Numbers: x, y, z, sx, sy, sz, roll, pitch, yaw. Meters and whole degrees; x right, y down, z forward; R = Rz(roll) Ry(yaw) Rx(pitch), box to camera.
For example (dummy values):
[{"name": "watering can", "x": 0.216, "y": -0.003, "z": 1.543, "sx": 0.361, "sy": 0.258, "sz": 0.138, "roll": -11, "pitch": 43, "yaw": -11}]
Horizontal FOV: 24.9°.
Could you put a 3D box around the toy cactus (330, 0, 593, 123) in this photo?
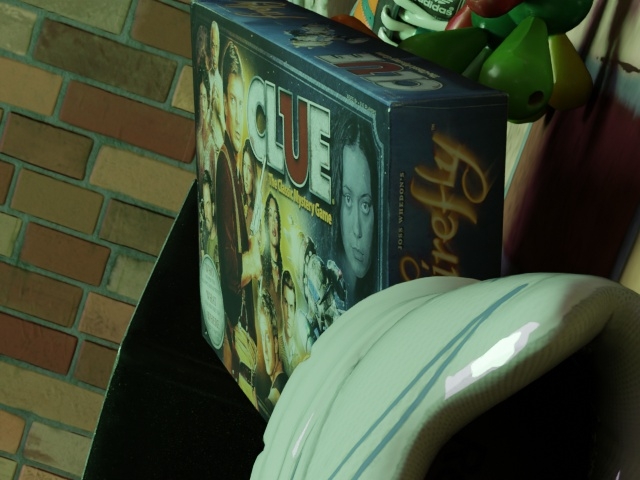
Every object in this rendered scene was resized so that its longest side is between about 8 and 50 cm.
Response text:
[{"name": "toy cactus", "x": 0.089, "y": -0.127, "z": 0.642, "sx": 0.180, "sy": 0.112, "sz": 0.219, "roll": -60, "pitch": -3, "yaw": 20}]

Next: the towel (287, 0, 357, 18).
[{"name": "towel", "x": 0.025, "y": -0.165, "z": 1.385, "sx": 0.317, "sy": 0.053, "sz": 0.331, "roll": -46, "pitch": -37, "yaw": -65}]

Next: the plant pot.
[{"name": "plant pot", "x": -0.042, "y": 0.105, "z": 0.897, "sx": 0.188, "sy": 0.167, "sz": 0.187, "roll": -73, "pitch": 2, "yaw": -57}]

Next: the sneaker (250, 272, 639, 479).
[{"name": "sneaker", "x": 0.003, "y": 0.133, "z": 0.320, "sx": 0.129, "sy": 0.111, "sz": 0.297, "roll": 132, "pitch": 156, "yaw": -71}]

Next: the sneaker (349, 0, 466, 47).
[{"name": "sneaker", "x": 0.076, "y": -0.172, "z": 1.047, "sx": 0.121, "sy": 0.108, "sz": 0.302, "roll": -63, "pitch": -7, "yaw": -74}]

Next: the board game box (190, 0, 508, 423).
[{"name": "board game box", "x": 0.000, "y": 0.000, "z": 0.571, "sx": 0.243, "sy": 0.042, "sz": 0.165, "roll": -140, "pitch": 47, "yaw": -65}]
